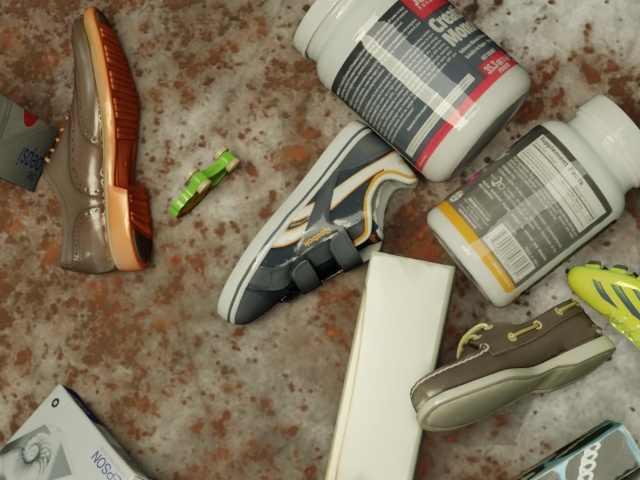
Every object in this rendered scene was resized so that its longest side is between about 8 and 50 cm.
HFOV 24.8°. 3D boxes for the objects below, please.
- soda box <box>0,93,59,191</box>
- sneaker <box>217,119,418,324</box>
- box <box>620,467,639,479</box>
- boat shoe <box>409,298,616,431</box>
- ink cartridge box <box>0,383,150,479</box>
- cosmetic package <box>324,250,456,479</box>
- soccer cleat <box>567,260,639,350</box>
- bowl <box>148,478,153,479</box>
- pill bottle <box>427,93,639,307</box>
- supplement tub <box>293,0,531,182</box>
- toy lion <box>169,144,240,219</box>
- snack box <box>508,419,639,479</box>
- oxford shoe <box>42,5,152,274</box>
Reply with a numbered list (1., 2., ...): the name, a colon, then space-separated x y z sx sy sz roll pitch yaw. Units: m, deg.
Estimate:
1. soda box: -0.433 -0.140 1.893 0.091 0.286 0.098 23 86 8
2. sneaker: 0.000 0.000 1.919 0.127 0.126 0.321 37 88 13
3. box: 0.443 0.375 1.814 0.181 0.182 0.119 33 91 8
4. boat shoe: 0.230 0.151 1.829 0.324 0.116 0.096 -15 63 -34
5. ink cartridge box: -0.354 0.334 1.907 0.224 0.045 0.223 -51 47 -1
6. cosmetic package: 0.093 0.178 1.878 0.113 0.160 0.309 10 85 7
7. soccer cleat: 0.439 0.121 1.869 0.289 0.093 0.121 26 90 16
8. bowl: -0.242 0.463 1.870 0.298 0.134 0.297 -17 55 26
9. pill bottle: 0.289 -0.053 1.879 0.278 0.162 0.162 -38 82 0
10. supplement tub: 0.119 -0.225 1.895 0.272 0.191 0.191 43 90 7
11. toy lion: -0.161 -0.072 1.968 0.034 0.096 0.100 44 50 8
12. snack box: 0.249 0.335 1.834 0.322 0.187 0.060 -32 82 2
13. oxford shoe: -0.318 -0.134 1.965 0.133 0.130 0.363 -7 84 11
